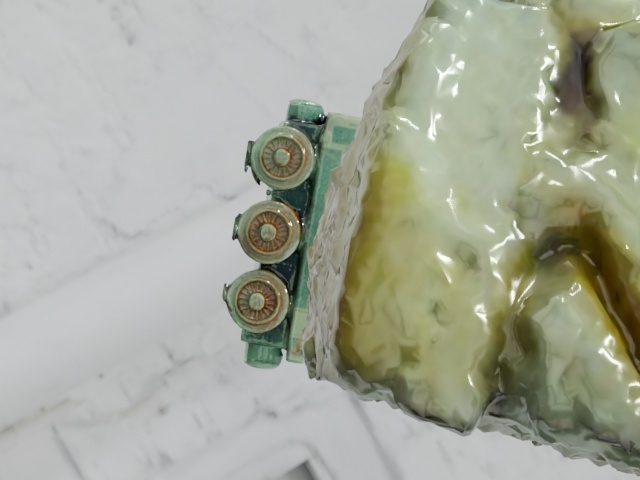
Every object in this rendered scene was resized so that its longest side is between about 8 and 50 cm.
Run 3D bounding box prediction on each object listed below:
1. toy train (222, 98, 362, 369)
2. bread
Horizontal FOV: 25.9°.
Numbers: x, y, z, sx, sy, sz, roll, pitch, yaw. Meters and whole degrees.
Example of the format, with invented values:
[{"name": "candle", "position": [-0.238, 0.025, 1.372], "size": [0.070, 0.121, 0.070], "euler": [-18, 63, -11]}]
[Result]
[{"name": "toy train", "position": [0.000, 0.000, 0.987], "size": [0.081, 0.125, 0.194], "euler": [-12, 111, -85]}, {"name": "bread", "position": [0.200, -0.005, 0.632], "size": [0.395, 0.264, 0.239], "euler": [16, -9, 0]}]
